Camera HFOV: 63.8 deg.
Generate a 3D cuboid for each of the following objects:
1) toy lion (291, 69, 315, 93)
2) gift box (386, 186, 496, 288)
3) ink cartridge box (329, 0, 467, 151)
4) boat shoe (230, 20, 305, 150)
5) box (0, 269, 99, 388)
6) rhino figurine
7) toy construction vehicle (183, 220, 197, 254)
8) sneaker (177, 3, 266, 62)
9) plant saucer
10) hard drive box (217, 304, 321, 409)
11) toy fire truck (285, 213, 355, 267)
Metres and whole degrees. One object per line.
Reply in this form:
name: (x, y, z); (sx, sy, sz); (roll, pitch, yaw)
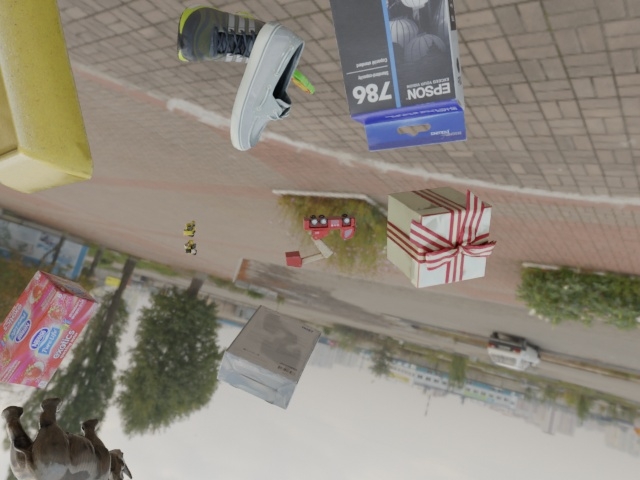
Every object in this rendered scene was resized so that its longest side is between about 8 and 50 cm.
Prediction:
toy lion: (-0.055, -0.400, 1.279); (0.096, 0.034, 0.100); (35, -178, -10)
gift box: (0.337, -0.028, 1.507); (0.255, 0.276, 0.258); (-13, -154, -14)
ink cartridge box: (0.108, -0.289, 0.734); (0.165, 0.332, 0.065); (-4, -158, 25)
boat shoe: (-0.087, -0.242, 0.862); (0.081, 0.227, 0.079); (29, -148, 9)
box: (-0.698, 0.223, 1.286); (0.123, 0.257, 0.128); (29, 174, 35)
rhino figurine: (-0.330, 0.304, 0.709); (0.106, 0.073, 0.243); (55, 173, 38)
toy construction vehicle: (-0.353, -0.009, 1.379); (0.035, 0.086, 0.098); (-3, -159, -9)
sneaker: (-0.173, -0.411, 1.045); (0.121, 0.111, 0.300); (24, -147, 19)
plant saucer: (-0.496, -0.242, 0.814); (0.333, 0.332, 0.081); (-1, -168, 44)
hard drive box: (-0.118, 0.277, 1.262); (0.181, 0.089, 0.232); (23, -155, 6)
toy fire truck: (0.000, 0.000, 1.389); (0.192, 0.135, 0.047); (-2, -163, -6)
